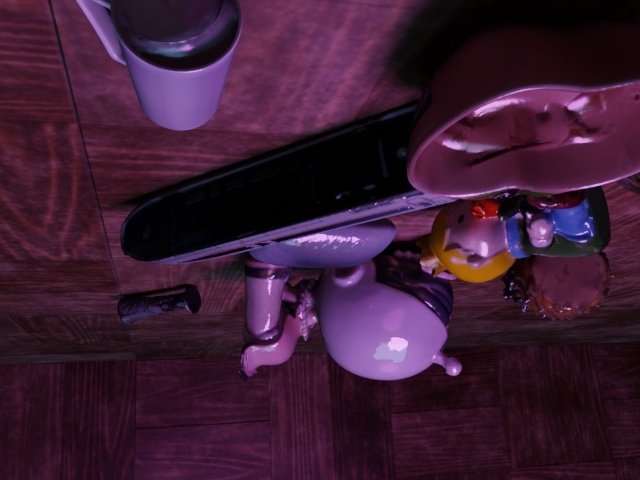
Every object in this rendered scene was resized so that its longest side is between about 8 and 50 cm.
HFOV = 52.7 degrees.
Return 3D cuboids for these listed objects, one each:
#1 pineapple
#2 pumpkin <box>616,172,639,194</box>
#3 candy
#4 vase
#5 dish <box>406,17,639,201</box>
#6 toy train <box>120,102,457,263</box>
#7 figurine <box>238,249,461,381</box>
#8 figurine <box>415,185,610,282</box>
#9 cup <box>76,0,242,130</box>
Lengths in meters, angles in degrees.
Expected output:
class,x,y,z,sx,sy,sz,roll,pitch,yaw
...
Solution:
class,x,y,z,sx,sy,sz,roll,pitch,yaw
pineapple,0.395,0.065,1.104,0.170,0.141,0.310,-30,169,2
pumpkin,0.476,-0.084,0.670,0.280,0.190,0.139,37,175,17
candy,0.000,0.000,0.873,0.174,0.071,0.138,2,164,-21
vase,-0.319,0.128,1.281,0.167,0.059,0.059,-11,163,23
dish,0.167,-0.107,0.505,0.213,0.090,0.213,-4,162,-1
toy train,-0.054,-0.040,0.708,0.407,0.086,0.088,-13,167,31
figurine,0.048,0.133,1.097,0.361,0.211,0.253,-4,164,5
figurine,0.209,-0.022,0.772,0.234,0.127,0.185,-2,163,34
cup,-0.107,-0.129,0.425,0.104,0.074,0.116,24,165,-7
